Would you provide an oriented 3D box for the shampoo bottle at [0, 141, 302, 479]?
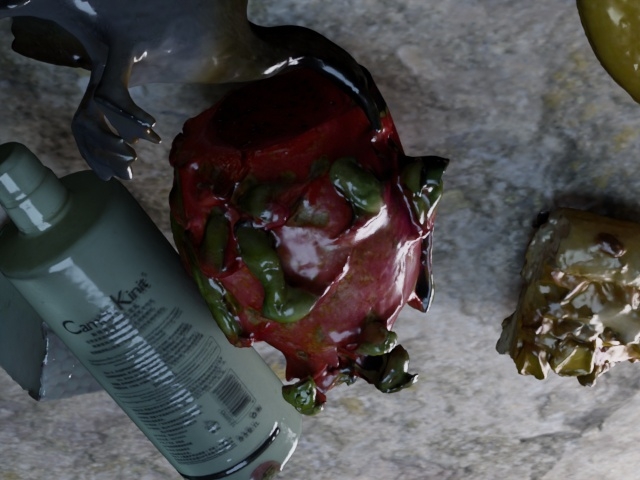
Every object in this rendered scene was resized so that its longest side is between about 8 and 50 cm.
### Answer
[{"bbox_3d":[-0.109,0.041,1.088,0.085,0.085,0.262,-21,126,23],"label":"shampoo bottle"}]

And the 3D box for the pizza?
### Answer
[{"bbox_3d":[0.181,0.046,1.208,0.161,0.062,0.182,-25,139,30],"label":"pizza"}]

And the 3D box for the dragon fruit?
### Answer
[{"bbox_3d":[0.000,0.000,1.053,0.166,0.160,0.172,4,130,32],"label":"dragon fruit"}]

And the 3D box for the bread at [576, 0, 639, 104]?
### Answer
[{"bbox_3d":[0.247,-0.138,0.857,0.269,0.142,0.195,1,123,25],"label":"bread"}]

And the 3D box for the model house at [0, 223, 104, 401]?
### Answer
[{"bbox_3d":[-0.145,0.035,1.170,0.100,0.088,0.101,-9,116,-31],"label":"model house"}]

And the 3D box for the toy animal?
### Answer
[{"bbox_3d":[-0.067,-0.094,0.909,0.197,0.160,0.272,46,141,-7],"label":"toy animal"}]
